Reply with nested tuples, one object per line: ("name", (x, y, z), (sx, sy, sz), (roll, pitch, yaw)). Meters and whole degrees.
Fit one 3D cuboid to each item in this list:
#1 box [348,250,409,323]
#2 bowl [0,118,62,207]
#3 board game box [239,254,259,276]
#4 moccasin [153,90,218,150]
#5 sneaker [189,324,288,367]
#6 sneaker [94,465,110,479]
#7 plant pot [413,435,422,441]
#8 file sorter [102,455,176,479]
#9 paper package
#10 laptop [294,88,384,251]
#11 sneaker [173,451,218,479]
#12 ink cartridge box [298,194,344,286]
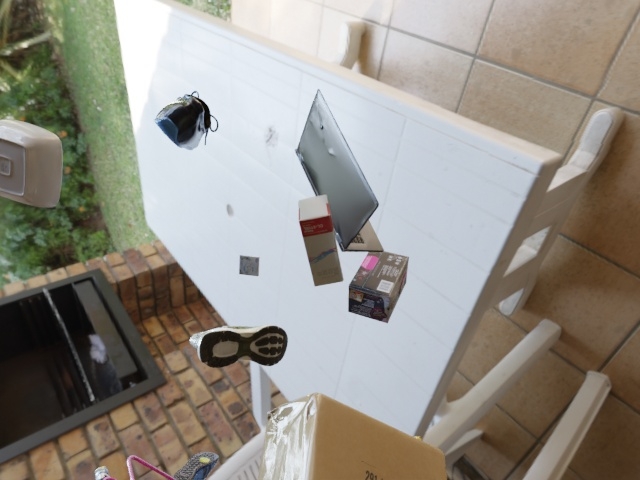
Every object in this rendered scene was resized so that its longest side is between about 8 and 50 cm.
("box", (0.223, 0.167, 1.592), (0.163, 0.247, 0.142), (14, 130, 21))
("bowl", (-0.525, -0.132, 0.730), (0.142, 0.053, 0.142), (17, 106, 10))
("board game box", (-0.319, 0.112, 1.891), (0.090, 0.020, 0.090), (6, 101, 10))
("moccasin", (-0.319, -0.297, 1.057), (0.138, 0.117, 0.342), (49, -179, -26))
("sneaker", (-0.298, 0.369, 1.568), (0.182, 0.410, 0.158), (8, 85, 46))
("sneaker", (-0.768, 0.887, 1.517), (0.059, 0.053, 0.144), (13, 127, 59))
("plant pot", (0.319, 0.861, 1.618), (0.212, 0.212, 0.187), (93, 170, -63))
("file sorter", (-0.428, 0.633, 0.864), (0.182, 0.290, 0.202), (29, 158, 53))
("paper package", (0.054, 0.470, 0.704), (0.325, 0.309, 0.168), (33, 129, -22))
("laptop", (0.102, -0.184, 1.295), (0.236, 0.408, 0.382), (-35, 69, 29))
("sneaker", (-0.386, 0.723, 1.289), (0.069, 0.209, 0.082), (9, 91, 16))
("ink cartridge box", (0.000, 0.000, 0.984), (0.127, 0.072, 0.175), (-98, -4, -64))
